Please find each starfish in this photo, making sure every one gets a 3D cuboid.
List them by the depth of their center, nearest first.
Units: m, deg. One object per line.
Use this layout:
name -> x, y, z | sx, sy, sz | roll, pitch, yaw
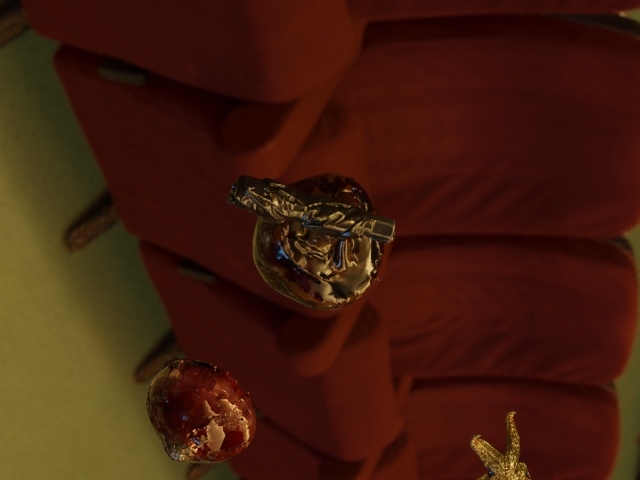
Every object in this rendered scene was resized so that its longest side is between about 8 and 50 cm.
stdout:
starfish -> 0.299, 0.406, 1.884 | 0.176, 0.053, 0.208 | -31, 119, -20

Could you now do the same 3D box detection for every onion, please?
onion -> -0.190, 0.267, 1.620 | 0.147, 0.184, 0.184 | -51, 153, -53

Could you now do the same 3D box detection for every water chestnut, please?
water chestnut -> 0.000, 0.000, 1.750 | 0.223, 0.238, 0.224 | 0, 90, -21

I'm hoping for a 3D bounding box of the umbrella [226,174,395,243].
umbrella -> -0.008, -0.037, 1.461 | 0.066, 0.235, 0.059 | -131, -122, -74
